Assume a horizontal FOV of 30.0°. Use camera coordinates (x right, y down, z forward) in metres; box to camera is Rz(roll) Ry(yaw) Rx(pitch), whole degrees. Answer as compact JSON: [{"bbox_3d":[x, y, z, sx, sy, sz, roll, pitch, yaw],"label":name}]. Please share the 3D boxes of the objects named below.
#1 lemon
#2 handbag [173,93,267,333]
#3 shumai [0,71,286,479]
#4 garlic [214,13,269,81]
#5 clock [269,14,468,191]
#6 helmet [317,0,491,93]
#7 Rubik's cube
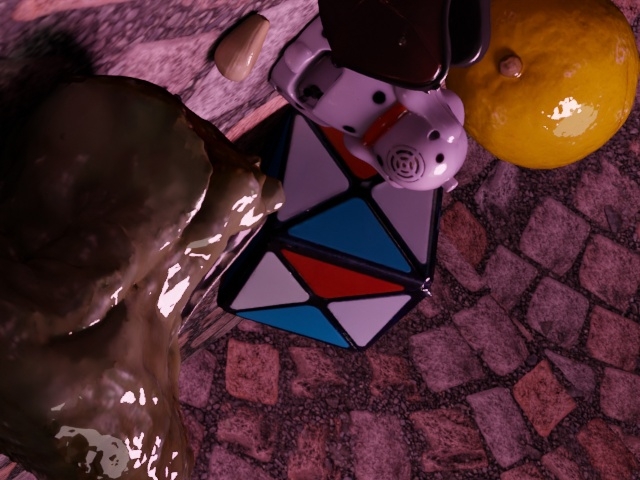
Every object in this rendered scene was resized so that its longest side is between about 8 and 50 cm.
[{"bbox_3d":[0.368,-0.282,2.001,0.348,0.348,0.348,-40,174,-5],"label":"lemon"},{"bbox_3d":[-0.211,0.009,1.358,0.317,0.180,0.416,-48,169,-1],"label":"handbag"},{"bbox_3d":[-0.190,0.032,0.990,0.323,0.324,0.397,-57,157,-18],"label":"shumai"},{"bbox_3d":[-0.080,-0.193,1.218,0.083,0.041,0.053,-53,173,34],"label":"garlic"},{"bbox_3d":[0.086,-0.166,1.456,0.189,0.254,0.189,-44,177,-3],"label":"clock"},{"bbox_3d":[0.097,-0.246,1.171,0.216,0.193,0.189,-28,-177,27],"label":"helmet"},{"bbox_3d":[0.015,-0.015,1.713,0.248,0.250,0.246,127,-24,-55],"label":"Rubik's cube"}]
